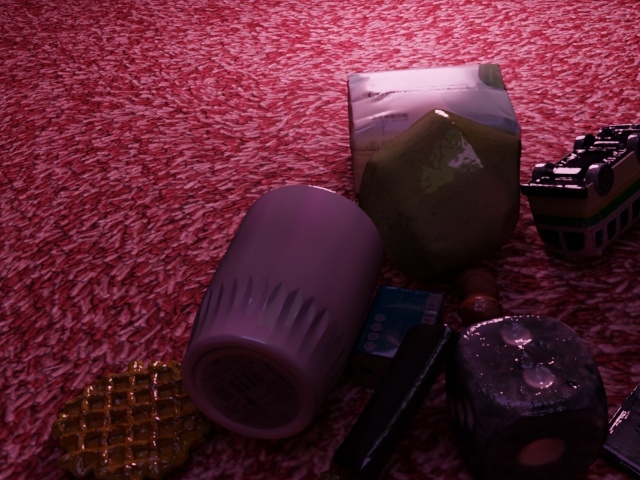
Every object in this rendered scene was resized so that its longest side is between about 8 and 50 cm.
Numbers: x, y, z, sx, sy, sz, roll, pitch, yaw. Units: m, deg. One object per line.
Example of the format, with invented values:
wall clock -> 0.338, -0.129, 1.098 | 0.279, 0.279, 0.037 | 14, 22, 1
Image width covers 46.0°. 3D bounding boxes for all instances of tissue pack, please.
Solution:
tissue pack -> 0.240, -0.247, 1.662 | 0.356, 0.194, 0.266 | -3, 43, 2
tissue pack -> 0.129, 0.160, 1.229 | 0.120, 0.082, 0.169 | 8, 39, 17

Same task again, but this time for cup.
cup -> -0.055, 0.105, 1.178 | 0.253, 0.253, 0.371 | 6, 38, 14

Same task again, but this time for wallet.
wallet -> 0.478, 0.276, 1.081 | 0.111, 0.030, 0.166 | 32, 51, 32
wallet -> 0.099, 0.223, 1.052 | 0.044, 0.149, 0.250 | 35, 77, -7

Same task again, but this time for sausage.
sausage -> 0.255, 0.095, 1.217 | 0.078, 0.078, 0.304 | 1, 9, 8

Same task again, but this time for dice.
dice -> 0.279, 0.223, 1.047 | 0.181, 0.182, 0.183 | -7, 38, -5

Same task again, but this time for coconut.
coconut -> 0.235, -0.090, 1.389 | 0.328, 0.281, 0.328 | -34, 12, 8

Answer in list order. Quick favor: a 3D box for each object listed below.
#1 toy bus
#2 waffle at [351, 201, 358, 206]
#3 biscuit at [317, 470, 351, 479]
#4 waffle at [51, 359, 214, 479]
toy bus -> 0.541, -0.100, 1.447 | 0.305, 0.179, 0.143 | -33, 24, -32
waffle -> 0.000, 0.000, 1.478 | 0.160, 0.055, 0.211 | 1, 36, 9
biscuit -> 0.089, 0.383, 0.984 | 0.236, 0.026, 0.131 | 10, 41, 18
waffle -> -0.284, 0.273, 1.148 | 0.237, 0.059, 0.243 | 23, 46, 33
